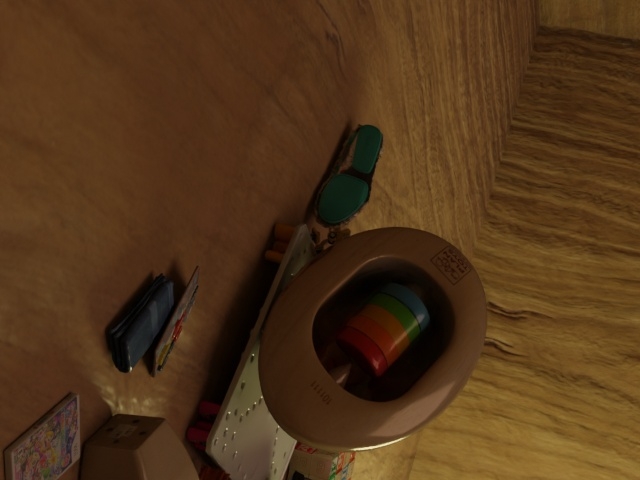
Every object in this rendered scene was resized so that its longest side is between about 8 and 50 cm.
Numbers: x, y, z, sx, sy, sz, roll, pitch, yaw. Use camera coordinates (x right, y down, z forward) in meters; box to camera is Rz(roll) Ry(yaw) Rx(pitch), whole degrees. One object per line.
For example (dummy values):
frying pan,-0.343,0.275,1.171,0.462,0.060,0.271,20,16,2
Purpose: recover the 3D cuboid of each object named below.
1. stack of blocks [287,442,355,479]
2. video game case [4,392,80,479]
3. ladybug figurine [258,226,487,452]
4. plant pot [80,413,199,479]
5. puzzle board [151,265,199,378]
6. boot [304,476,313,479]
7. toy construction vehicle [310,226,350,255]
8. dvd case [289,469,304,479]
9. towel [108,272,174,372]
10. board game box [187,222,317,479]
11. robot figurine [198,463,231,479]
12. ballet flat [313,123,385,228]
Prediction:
stack of blocks,0.009,0.424,2.082,0.171,0.087,0.297,-12,114,-70
video game case,-0.297,0.230,1.125,0.122,0.011,0.087,-46,145,-59
ladybug figurine,0.079,0.156,1.621,0.449,0.305,0.162,-37,170,-34
plant pot,-0.222,0.268,1.243,0.109,0.109,0.096,-46,133,-58
puzzle board,-0.183,0.106,1.334,0.096,0.011,0.128,112,0,-61
boot,-0.057,0.572,1.824,0.223,0.118,0.338,112,-2,-70
toy construction vehicle,0.000,0.000,1.770,0.086,0.098,0.035,91,-17,-59
dvd case,-0.100,0.526,1.733,0.253,0.022,0.180,-62,-178,18
towel,-0.214,0.099,1.255,0.119,0.029,0.067,-59,159,-47
board game box,-0.080,0.222,1.723,0.390,0.050,0.390,72,36,-59
robot figurine,-0.175,0.487,1.568,0.211,0.085,0.291,-57,154,-45
ballet flat,0.052,-0.102,1.852,0.241,0.091,0.077,-61,179,-31
